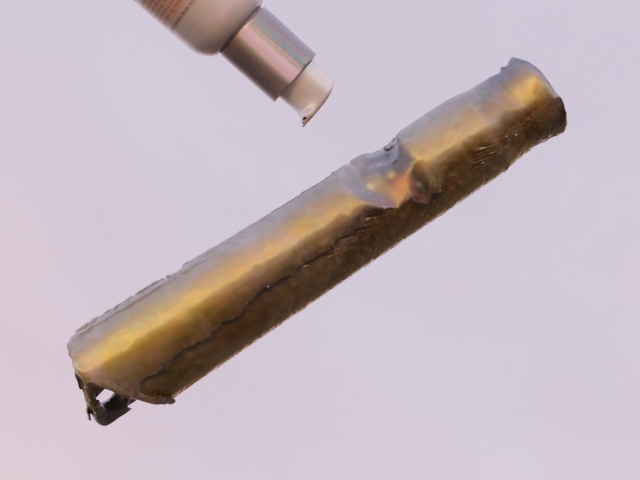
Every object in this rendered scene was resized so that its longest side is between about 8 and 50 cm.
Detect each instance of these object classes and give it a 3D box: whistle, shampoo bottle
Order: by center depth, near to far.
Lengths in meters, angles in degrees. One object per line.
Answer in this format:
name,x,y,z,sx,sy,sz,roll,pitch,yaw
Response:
whistle,0.001,0.001,1.050,0.326,0.057,0.068,-34,-33,-17
shampoo bottle,-0.068,-0.167,1.385,0.192,0.074,0.074,40,-47,-3
